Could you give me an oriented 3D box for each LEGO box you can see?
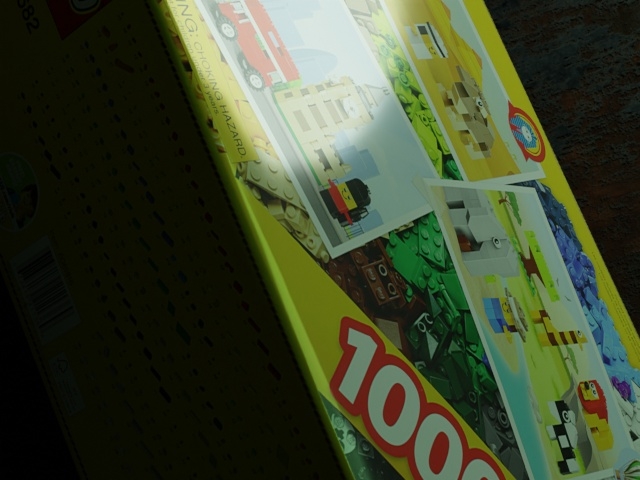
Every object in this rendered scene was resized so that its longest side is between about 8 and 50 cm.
[{"bbox_3d":[0.000,0.000,0.879,0.372,0.193,0.500,-11,75,-54],"label":"LEGO box"}]
